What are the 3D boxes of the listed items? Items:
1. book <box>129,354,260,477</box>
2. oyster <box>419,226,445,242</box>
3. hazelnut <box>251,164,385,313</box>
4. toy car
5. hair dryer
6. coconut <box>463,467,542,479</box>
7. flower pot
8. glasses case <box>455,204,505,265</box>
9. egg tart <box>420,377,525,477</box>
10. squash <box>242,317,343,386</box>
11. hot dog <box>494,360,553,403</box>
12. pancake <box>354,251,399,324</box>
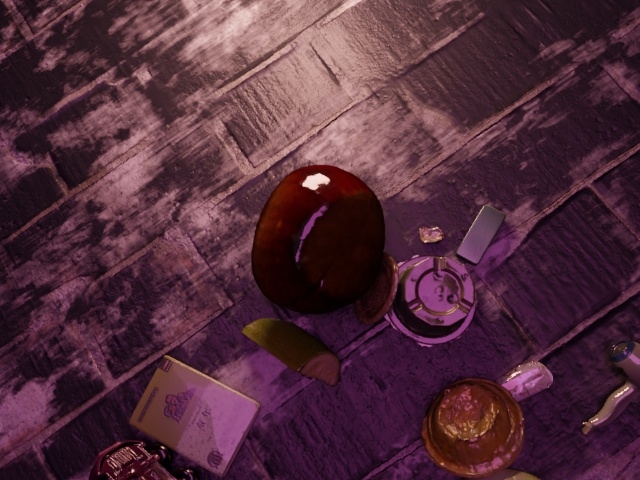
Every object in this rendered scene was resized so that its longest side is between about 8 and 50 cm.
[{"bbox_3d":[-0.390,0.539,1.536,0.353,0.035,0.239,24,78,11],"label":"book"},{"bbox_3d":[0.354,-0.016,1.572,0.083,0.019,0.054,2,77,10],"label":"oyster"},{"bbox_3d":[0.000,0.000,1.431,0.403,0.402,0.428,12,91,9],"label":"hazelnut"},{"bbox_3d":[-0.528,0.768,1.425,0.341,0.271,0.240,38,106,15],"label":"toy car"},{"bbox_3d":[0.922,0.455,1.380,0.296,0.119,0.297,20,98,7],"label":"hair dryer"},{"bbox_3d":[0.499,0.738,1.279,0.329,0.328,0.281,2,122,8],"label":"coconut"},{"bbox_3d":[0.323,0.163,1.417,0.291,0.259,0.289,-1,79,6],"label":"flower pot"},{"bbox_3d":[0.497,-0.016,1.543,0.078,0.039,0.184,31,84,12],"label":"glasses case"},{"bbox_3d":[0.402,0.490,1.346,0.291,0.115,0.290,-20,35,15],"label":"egg tart"},{"bbox_3d":[-0.080,0.327,1.552,0.289,0.203,0.111,22,81,46],"label":"squash"},{"bbox_3d":[0.579,0.421,1.439,0.192,0.053,0.099,-31,75,3],"label":"hot dog"},{"bbox_3d":[0.163,0.145,1.468,0.029,0.235,0.211,18,44,-21],"label":"pancake"}]
